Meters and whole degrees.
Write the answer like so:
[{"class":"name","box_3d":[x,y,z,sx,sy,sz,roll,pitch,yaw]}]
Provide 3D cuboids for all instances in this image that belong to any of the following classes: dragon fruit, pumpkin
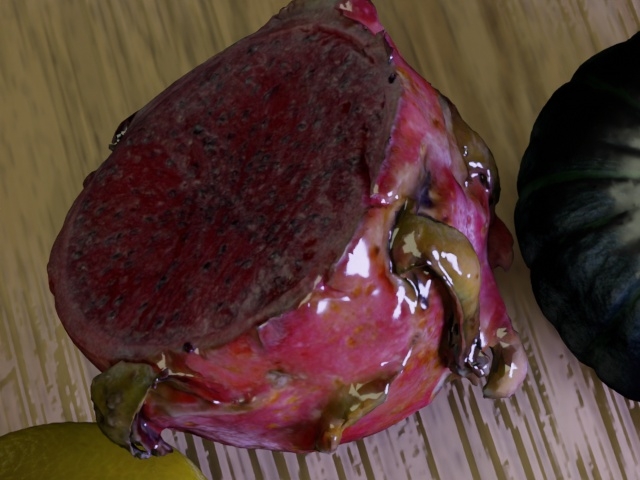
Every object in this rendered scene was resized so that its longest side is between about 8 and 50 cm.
[{"class":"dragon fruit","box_3d":[0.000,0.000,0.849,0.211,0.147,0.282,5,57,41]},{"class":"pumpkin","box_3d":[0.190,-0.013,0.837,0.202,0.140,0.202,-3,73,11]}]

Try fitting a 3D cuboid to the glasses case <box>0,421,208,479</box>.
[{"class":"glasses case","box_3d":[-0.136,0.259,0.773,0.173,0.141,0.371,-3,60,13]}]
